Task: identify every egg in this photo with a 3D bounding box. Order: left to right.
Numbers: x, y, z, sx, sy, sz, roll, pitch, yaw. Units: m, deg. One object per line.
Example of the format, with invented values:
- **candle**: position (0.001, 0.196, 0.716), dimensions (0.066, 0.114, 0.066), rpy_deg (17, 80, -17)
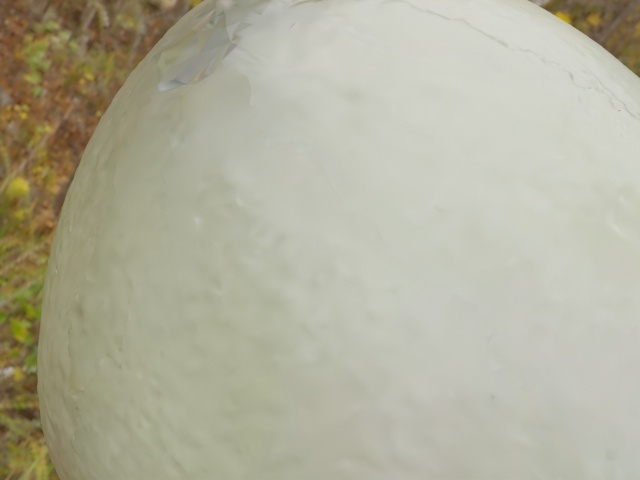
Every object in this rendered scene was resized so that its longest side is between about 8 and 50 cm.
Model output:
- **egg**: position (0.000, 0.000, 0.514), dimensions (0.201, 0.337, 0.337), rpy_deg (53, 22, -31)
